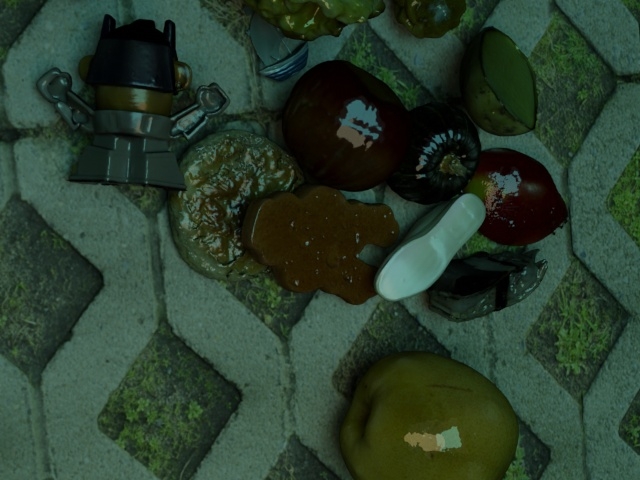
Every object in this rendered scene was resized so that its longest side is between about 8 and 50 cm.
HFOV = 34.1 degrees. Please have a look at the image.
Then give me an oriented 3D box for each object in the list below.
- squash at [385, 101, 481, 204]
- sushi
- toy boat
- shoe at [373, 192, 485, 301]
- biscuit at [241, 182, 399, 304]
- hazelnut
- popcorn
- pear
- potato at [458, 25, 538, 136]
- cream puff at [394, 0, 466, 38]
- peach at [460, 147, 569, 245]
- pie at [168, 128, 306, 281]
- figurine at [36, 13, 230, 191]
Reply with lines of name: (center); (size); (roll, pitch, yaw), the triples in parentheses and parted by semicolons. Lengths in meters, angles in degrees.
squash: (0.203, -0.158, 1.916); (0.193, 0.156, 0.193); (-2, 112, -6)
sushi: (0.326, 0.087, 2.019); (0.273, 0.134, 0.109); (-13, 114, -39)
toy boat: (-0.087, -0.343, 1.832); (0.149, 0.034, 0.105); (37, 76, -23)
shoe: (0.193, 0.015, 1.943); (0.265, 0.110, 0.095); (-41, 102, -13)
biscuit: (0.000, 0.000, 1.862); (0.333, 0.047, 0.202); (14, 90, -39)
hazelnut: (0.043, -0.190, 1.802); (0.229, 0.229, 0.230); (-2, 94, -24)
popcorn: (-0.021, -0.456, 1.741); (0.293, 0.293, 0.237); (-23, 119, -21)
pear: (0.193, 0.352, 1.877); (0.314, 0.314, 0.314); (-2, 94, -24)
potato: (0.314, -0.284, 1.939); (0.160, 0.111, 0.272); (37, 37, -21)
cream puff: (0.188, -0.445, 1.916); (0.146, 0.116, 0.146); (-19, 126, -28)
peach: (0.399, -0.078, 2.056); (0.279, 0.068, 0.189); (15, 89, -25)
pie: (-0.144, -0.059, 1.817); (0.274, 0.055, 0.274); (-5, 101, -26)
figurine: (-0.299, -0.222, 1.687); (0.308, 0.143, 0.309); (-4, 98, -25)
